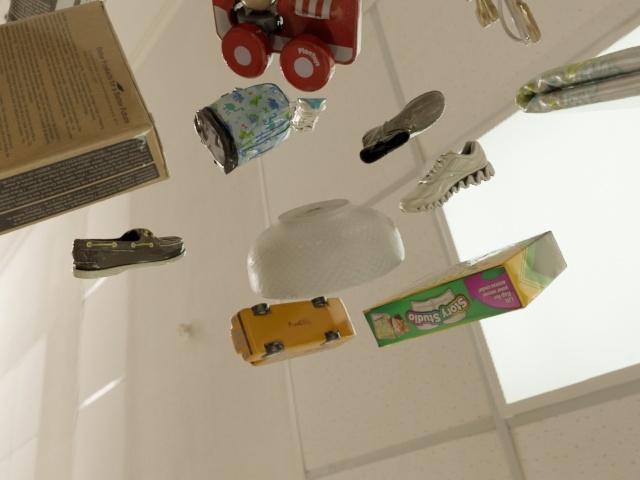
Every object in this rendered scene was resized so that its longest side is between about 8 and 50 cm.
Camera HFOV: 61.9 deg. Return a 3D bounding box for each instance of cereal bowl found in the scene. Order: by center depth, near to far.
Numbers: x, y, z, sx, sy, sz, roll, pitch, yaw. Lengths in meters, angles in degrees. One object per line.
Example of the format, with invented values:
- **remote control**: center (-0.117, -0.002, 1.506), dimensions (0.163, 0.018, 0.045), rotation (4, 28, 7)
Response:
- **cereal bowl**: center (0.000, 0.000, 1.140), dimensions (0.339, 0.339, 0.141), rotation (3, -68, 50)

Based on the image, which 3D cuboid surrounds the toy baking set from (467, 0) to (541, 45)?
- **toy baking set**: center (0.207, -0.344, 0.663), dimensions (0.030, 0.197, 0.256), rotation (-30, -146, 10)

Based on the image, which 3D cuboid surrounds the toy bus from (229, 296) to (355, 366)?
- **toy bus**: center (-0.064, 0.205, 1.214), dimensions (0.130, 0.332, 0.108), rotation (-36, -114, 38)

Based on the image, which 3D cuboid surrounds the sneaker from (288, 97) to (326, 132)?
- **sneaker**: center (-0.037, -0.364, 1.546), dimensions (0.228, 0.087, 0.092), rotation (-155, -117, -75)

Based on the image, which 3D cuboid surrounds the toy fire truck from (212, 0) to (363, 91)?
- **toy fire truck**: center (-0.058, -0.433, 0.967), dimensions (0.302, 0.169, 0.254), rotation (17, -45, 16)

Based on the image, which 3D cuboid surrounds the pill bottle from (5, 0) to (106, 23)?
- **pill bottle**: center (-0.598, -0.479, 1.192), dimensions (0.318, 0.176, 0.176), rotation (-59, -138, 26)

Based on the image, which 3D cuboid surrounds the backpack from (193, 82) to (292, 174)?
- **backpack**: center (-0.270, -0.461, 2.090), dimensions (0.290, 0.355, 0.273), rotation (58, -36, 16)

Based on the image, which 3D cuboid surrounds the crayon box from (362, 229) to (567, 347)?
- **crayon box**: center (0.328, 0.110, 1.214), dimensions (0.363, 0.313, 0.106), rotation (-27, -96, 40)

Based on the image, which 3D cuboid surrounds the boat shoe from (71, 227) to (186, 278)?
- **boat shoe**: center (-0.337, 0.013, 0.966), dimensions (0.081, 0.227, 0.069), rotation (9, -76, 34)

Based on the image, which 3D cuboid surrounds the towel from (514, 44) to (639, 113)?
- **towel**: center (0.581, -0.281, 0.901), dimensions (0.374, 0.320, 0.090), rotation (-167, -109, -69)

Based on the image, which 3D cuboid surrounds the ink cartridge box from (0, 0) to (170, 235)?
- **ink cartridge box**: center (-0.293, -0.141, 0.576), dimensions (0.088, 0.193, 0.235), rotation (92, -26, -55)

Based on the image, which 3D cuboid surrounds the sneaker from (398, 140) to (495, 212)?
- **sneaker**: center (0.323, -0.167, 1.418), dimensions (0.110, 0.292, 0.118), rotation (28, -35, 64)

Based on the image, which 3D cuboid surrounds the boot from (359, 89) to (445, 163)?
- **boot**: center (0.208, -0.269, 1.306), dimensions (0.246, 0.083, 0.161), rotation (-31, -163, 14)
